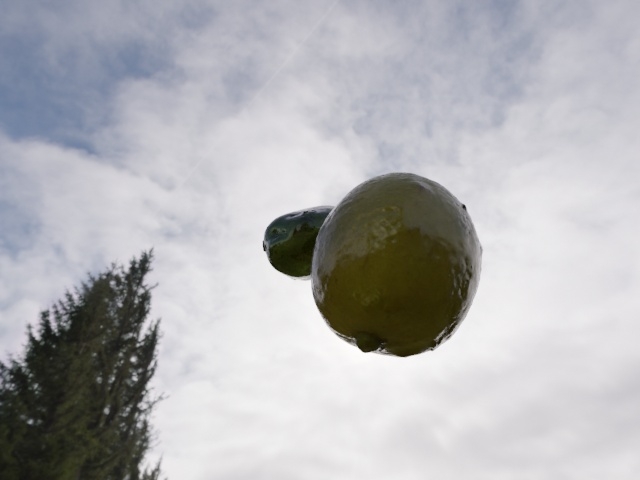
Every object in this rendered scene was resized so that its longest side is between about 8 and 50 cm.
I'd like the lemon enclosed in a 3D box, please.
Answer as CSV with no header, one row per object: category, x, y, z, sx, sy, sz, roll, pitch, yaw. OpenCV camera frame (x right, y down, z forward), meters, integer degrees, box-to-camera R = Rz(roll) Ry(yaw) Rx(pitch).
lemon,0.112,0.032,0.667,0.261,0.284,0.260,13,-62,26

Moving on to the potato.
potato,0.000,0.000,0.896,0.186,0.148,0.253,-24,-9,34
